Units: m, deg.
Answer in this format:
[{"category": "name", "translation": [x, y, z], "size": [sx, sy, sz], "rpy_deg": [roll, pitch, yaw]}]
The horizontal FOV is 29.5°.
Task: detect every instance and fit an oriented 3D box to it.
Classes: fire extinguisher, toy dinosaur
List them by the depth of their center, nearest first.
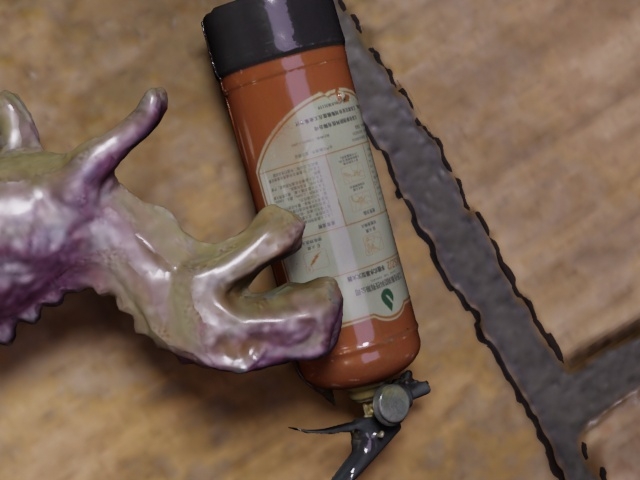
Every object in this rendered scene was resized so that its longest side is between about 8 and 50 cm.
[{"category": "toy dinosaur", "translation": [-0.132, 0.030, 0.394], "size": [0.251, 0.072, 0.200], "rpy_deg": [-34, 96, -12]}, {"category": "fire extinguisher", "translation": [0.000, 0.000, 0.442], "size": [0.062, 0.050, 0.177], "rpy_deg": [-16, 93, -33]}]
